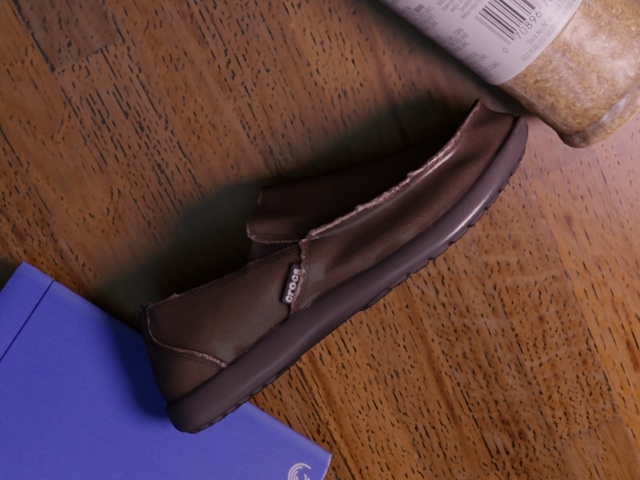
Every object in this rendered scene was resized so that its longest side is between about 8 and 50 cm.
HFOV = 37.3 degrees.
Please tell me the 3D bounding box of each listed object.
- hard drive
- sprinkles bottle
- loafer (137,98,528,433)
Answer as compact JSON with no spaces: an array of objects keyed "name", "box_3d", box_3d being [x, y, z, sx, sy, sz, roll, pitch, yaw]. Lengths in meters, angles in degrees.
[{"name":"hard drive","box_3d":[-0.163,0.188,0.772,0.318,0.040,0.210,35,58,-13]},{"name":"sprinkles bottle","box_3d":[0.090,-0.211,0.689,0.355,0.121,0.121,34,102,-13]},{"name":"loafer","box_3d":[0.000,0.000,0.742,0.366,0.134,0.130,-38,87,2]}]
